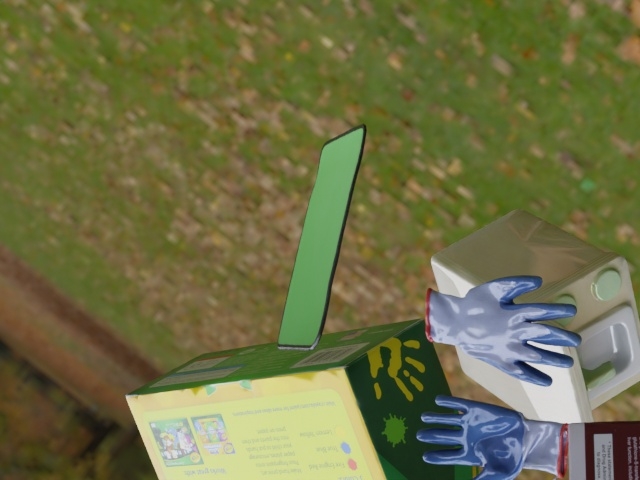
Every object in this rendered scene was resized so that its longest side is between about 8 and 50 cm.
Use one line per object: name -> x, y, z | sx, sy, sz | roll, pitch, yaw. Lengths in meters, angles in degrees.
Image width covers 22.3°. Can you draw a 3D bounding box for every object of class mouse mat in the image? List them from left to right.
mouse mat -> 0.000, 0.000, 1.362 | 0.007, 0.189, 0.152 | 15, 174, -12

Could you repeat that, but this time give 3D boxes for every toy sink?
toy sink -> 0.240, 0.087, 1.644 | 0.234, 0.131, 0.153 | 33, 147, 57

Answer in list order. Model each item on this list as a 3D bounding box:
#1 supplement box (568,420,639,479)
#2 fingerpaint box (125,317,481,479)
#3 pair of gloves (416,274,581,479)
supplement box -> 0.304, 0.199, 1.180 | 0.239, 0.130, 0.073 | -2, 157, 12
fingerpaint box -> -0.001, 0.316, 2.063 | 0.445, 0.163, 0.371 | -14, 100, 48
pair of gloves -> 0.152, 0.127, 1.397 | 0.159, 0.198, 0.023 | 4, -176, 41
